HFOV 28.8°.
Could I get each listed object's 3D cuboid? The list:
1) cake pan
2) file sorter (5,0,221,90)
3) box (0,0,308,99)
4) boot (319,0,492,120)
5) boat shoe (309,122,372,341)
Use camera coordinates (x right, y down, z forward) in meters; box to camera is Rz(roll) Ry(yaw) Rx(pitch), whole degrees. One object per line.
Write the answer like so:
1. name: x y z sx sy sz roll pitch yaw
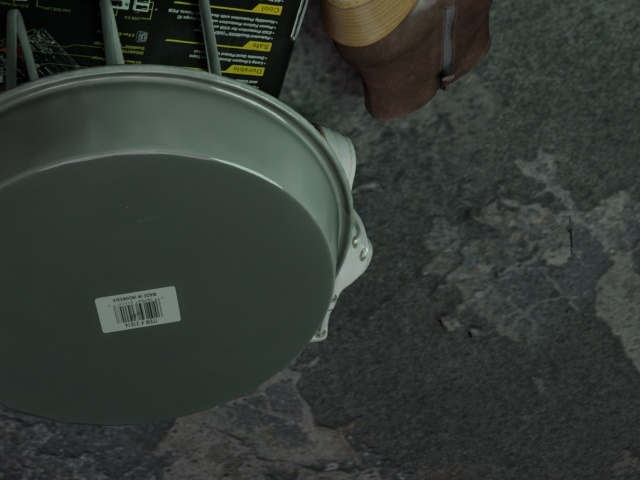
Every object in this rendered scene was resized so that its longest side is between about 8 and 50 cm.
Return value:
1. cake pan: -0.118 0.021 0.779 0.293 0.054 0.293 -8 137 -7
2. file sorter: -0.193 -0.049 0.852 0.278 0.173 0.193 -10 137 -5
3. box: -0.181 -0.159 0.925 0.322 0.079 0.257 3 135 -18
4. boot: 0.112 -0.215 0.958 0.248 0.090 0.207 -36 153 -2
5. boat shoe: 0.000 0.000 1.120 0.096 0.098 0.277 1 143 -16
